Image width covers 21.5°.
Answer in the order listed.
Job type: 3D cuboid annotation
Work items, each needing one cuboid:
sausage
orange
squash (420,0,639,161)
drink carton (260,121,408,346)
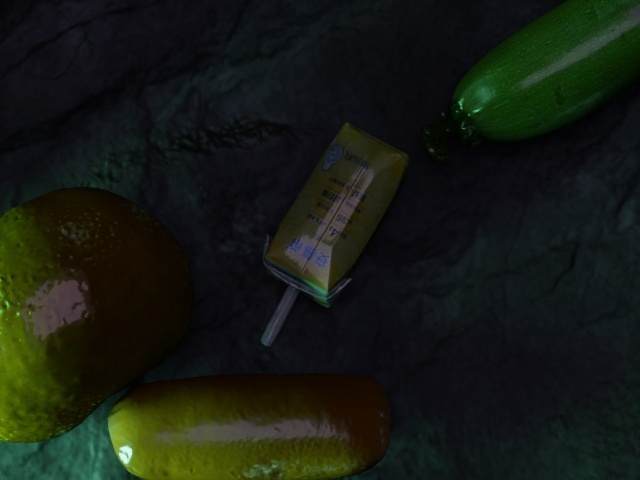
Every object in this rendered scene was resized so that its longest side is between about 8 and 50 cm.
[{"bbox_3d":[-0.060,0.161,1.421,0.238,0.098,0.098,-1,76,-3],"label":"sausage"},{"bbox_3d":[-0.223,0.056,1.407,0.237,0.158,0.179,-36,78,-9],"label":"orange"},{"bbox_3d":[0.256,-0.180,1.499,0.378,0.101,0.101,-30,79,0],"label":"squash"},{"bbox_3d":[0.000,0.000,1.472,0.084,0.074,0.200,29,76,6],"label":"drink carton"}]
